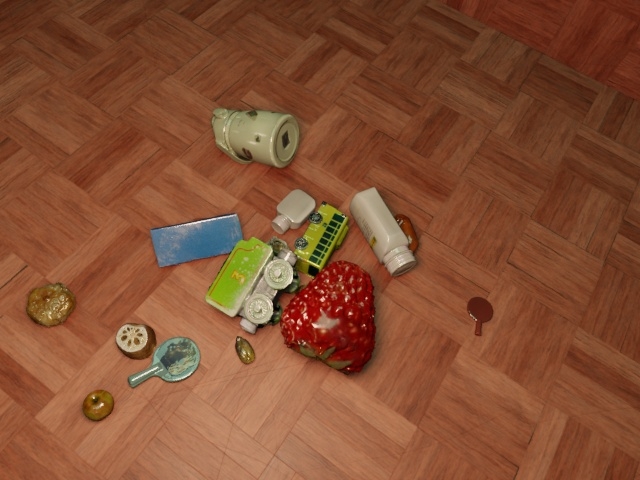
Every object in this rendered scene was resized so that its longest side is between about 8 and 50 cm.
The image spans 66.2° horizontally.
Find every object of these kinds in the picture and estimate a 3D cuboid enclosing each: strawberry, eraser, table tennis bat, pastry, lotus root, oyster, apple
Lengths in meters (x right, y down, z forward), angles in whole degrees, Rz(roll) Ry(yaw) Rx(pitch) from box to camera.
[{"bbox_3d":[0.056,0.230,1.594,0.317,0.295,0.345,24,80,10],"label":"strawberry"},{"bbox_3d":[-0.440,-0.004,1.776,0.311,0.042,0.144,-12,103,-11],"label":"eraser"},{"bbox_3d":[0.584,0.276,1.800,0.098,0.019,0.155,16,59,2],"label":"table tennis bat"},{"bbox_3d":[-0.508,0.404,1.598,0.237,0.038,0.149,-24,67,-21],"label":"table tennis bat"},{"bbox_3d":[-0.895,0.213,1.632,0.153,0.081,0.154,3,71,-9],"label":"pastry"},{"bbox_3d":[-0.605,0.329,1.608,0.122,0.081,0.113,9,68,-2],"label":"lotus root"},{"bbox_3d":[-0.158,0.029,1.828,0.098,0.037,0.100,-30,56,14],"label":"oyster"},{"bbox_3d":[-0.679,0.503,1.501,0.089,0.074,0.090,3,59,-4],"label":"apple"},{"bbox_3d":[-0.255,0.364,1.639,0.054,0.049,0.099,-27,68,-10],"label":"lotus root"}]

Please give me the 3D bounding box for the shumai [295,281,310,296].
[{"bbox_3d":[-0.023,0.198,1.738,0.139,0.105,0.123,8,61,27],"label":"shumai"}]

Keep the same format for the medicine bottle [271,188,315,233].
[{"bbox_3d":[-0.109,-0.107,1.900,0.119,0.069,0.183,36,63,12],"label":"medicine bottle"}]

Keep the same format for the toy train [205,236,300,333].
[{"bbox_3d":[-0.219,0.145,1.664,0.248,0.173,0.307,30,86,11],"label":"toy train"}]

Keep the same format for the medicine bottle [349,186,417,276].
[{"bbox_3d":[0.231,-0.027,1.831,0.124,0.179,0.324,-20,65,-16],"label":"medicine bottle"}]

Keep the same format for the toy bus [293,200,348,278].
[{"bbox_3d":[0.000,0.000,1.822,0.150,0.128,0.262,26,63,7],"label":"toy bus"}]

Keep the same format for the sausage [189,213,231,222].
[{"bbox_3d":[-0.405,-0.052,1.834,0.193,0.077,0.077,-10,63,-12],"label":"sausage"}]

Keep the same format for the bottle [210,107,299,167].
[{"bbox_3d":[-0.278,-0.415,1.964,0.351,0.229,0.229,15,59,25],"label":"bottle"}]

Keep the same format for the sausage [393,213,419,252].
[{"bbox_3d":[0.328,-0.027,1.897,0.089,0.089,0.179,-14,62,-13],"label":"sausage"}]
